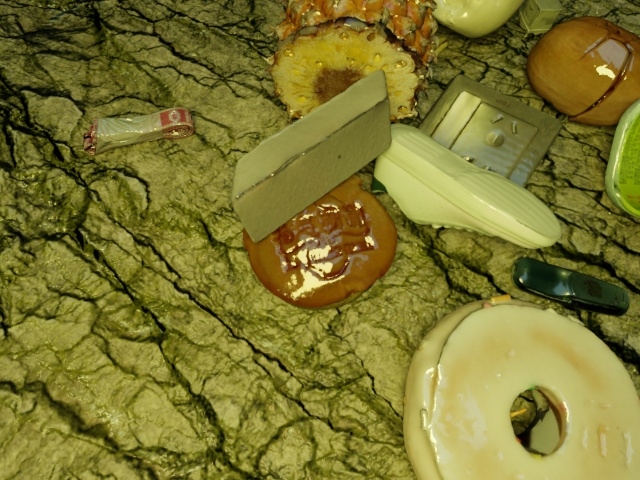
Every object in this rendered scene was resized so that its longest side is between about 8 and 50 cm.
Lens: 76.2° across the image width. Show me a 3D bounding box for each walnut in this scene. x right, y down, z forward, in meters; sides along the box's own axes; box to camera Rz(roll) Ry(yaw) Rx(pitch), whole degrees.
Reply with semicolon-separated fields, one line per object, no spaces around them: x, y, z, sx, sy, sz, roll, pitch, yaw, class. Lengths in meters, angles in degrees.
0.612;-0.372;0.905;0.298;0.203;0.203;39;71;21;walnut

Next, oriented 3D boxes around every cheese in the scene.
0.280;-0.482;1.026;0.083;0.030;0.044;-44;54;-13;cheese

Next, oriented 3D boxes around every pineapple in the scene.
0.063;-0.399;0.824;0.352;0.352;0.300;8;60;1;pineapple

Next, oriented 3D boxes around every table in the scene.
0.558;-0.581;1.049;0.062;0.083;0.079;-5;67;-6;table

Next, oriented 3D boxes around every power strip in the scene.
0.332;-0.201;0.876;0.251;0.092;0.257;35;83;10;power strip

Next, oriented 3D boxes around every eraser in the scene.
-0.002;-0.146;0.676;0.352;0.111;0.077;-37;57;-13;eraser

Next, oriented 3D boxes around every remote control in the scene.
0.481;0.090;0.788;0.222;0.042;0.072;17;65;4;remote control

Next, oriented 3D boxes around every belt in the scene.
-0.389;-0.237;0.870;0.232;0.071;0.053;-14;76;-8;belt

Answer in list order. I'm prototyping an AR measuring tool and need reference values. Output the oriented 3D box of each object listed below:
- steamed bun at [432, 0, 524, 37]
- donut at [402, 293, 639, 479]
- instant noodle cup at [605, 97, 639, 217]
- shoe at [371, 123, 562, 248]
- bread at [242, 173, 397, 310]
0.348;-0.663;0.953;0.334;0.233;0.312;38;46;-5;steamed bun
0.308;0.282;0.647;0.382;0.142;0.383;1;68;-2;donut
0.731;-0.142;0.704;0.294;0.308;0.294;0;103;0;instant noodle cup
0.244;-0.067;0.769;0.363;0.160;0.132;38;47;21;shoe
0.000;0.000;0.747;0.270;0.148;0.270;0;68;1;bread
